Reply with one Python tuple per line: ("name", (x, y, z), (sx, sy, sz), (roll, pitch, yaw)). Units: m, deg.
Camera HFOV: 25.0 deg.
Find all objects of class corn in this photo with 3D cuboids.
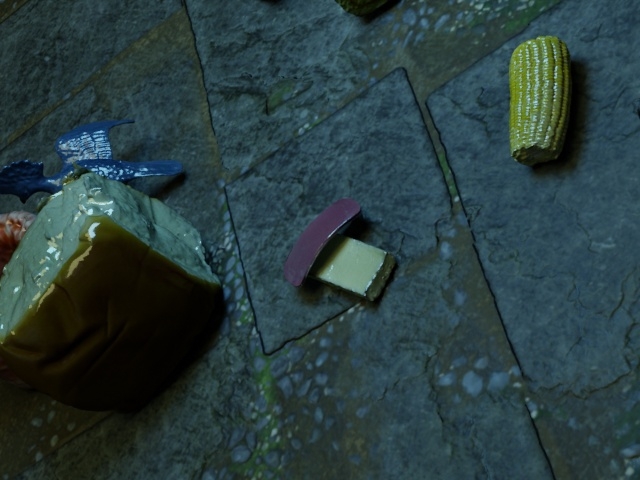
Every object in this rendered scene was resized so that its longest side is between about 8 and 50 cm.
("corn", (0.265, -0.169, 1.750), (0.085, 0.063, 0.165), (-7, 61, 28))

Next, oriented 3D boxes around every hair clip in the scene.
("hair clip", (-0.001, -0.001, 1.867), (0.137, 0.022, 0.054), (-50, 36, 2))

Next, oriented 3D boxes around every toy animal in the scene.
("toy animal", (-0.339, -0.086, 2.143), (0.255, 0.176, 0.239), (-23, 55, 14))

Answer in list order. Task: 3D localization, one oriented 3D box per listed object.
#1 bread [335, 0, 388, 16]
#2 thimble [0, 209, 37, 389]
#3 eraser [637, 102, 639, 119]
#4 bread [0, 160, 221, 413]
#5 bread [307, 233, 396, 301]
("bread", (0.058, -0.415, 2.065), (0.132, 0.103, 0.172), (-39, 43, 19))
("thimble", (-0.446, 0.090, 2.139), (0.239, 0.162, 0.239), (-19, 55, 29))
("eraser", (0.443, -0.089, 1.438), (0.155, 0.101, 0.332), (-49, 33, 21))
("bread", (-0.293, 0.080, 1.956), (0.279, 0.250, 0.225), (-54, 35, 7))
("bread", (0.030, 0.029, 1.853), (0.153, 0.028, 0.068), (19, 77, 47))
